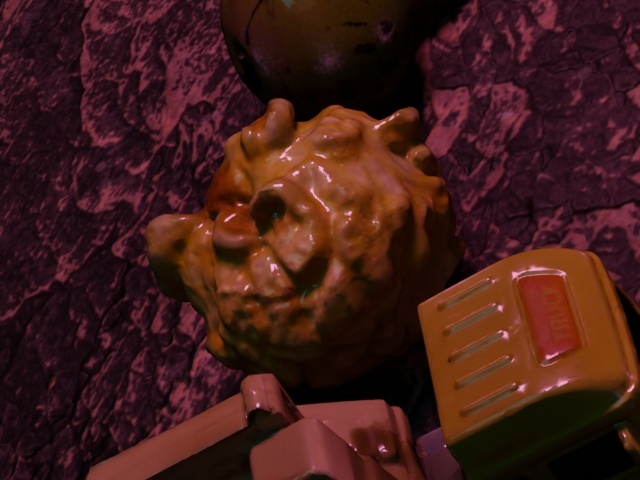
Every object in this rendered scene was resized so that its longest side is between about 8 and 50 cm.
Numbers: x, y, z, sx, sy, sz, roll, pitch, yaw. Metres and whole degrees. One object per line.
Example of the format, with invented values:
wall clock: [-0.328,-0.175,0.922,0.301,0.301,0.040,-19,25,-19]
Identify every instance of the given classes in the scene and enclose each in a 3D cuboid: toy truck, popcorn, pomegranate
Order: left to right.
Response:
popcorn: [-0.010,-0.004,1.414,0.217,0.181,0.235,20,95,25]
pomegranate: [0.008,-0.199,1.595,0.179,0.179,0.210,-2,37,39]
toy truck: [0.050,0.165,1.202,0.405,0.254,0.181,-29,39,16]
